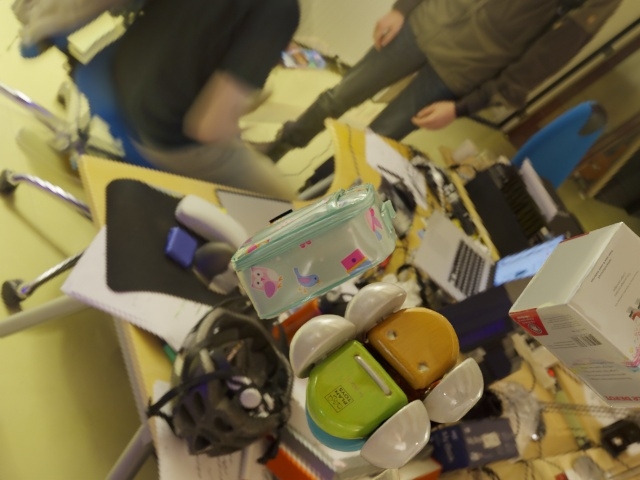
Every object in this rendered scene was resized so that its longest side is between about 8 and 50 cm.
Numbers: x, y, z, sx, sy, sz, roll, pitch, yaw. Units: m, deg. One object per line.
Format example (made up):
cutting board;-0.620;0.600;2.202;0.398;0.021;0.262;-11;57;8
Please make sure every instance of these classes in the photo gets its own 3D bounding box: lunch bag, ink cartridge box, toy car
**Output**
lunch bag;0.000;0.000;1.032;0.107;0.224;0.279;61;7;-7
ink cartridge box;0.343;0.092;0.849;0.176;0.128;0.127;42;71;-4
toy car;0.057;0.145;0.740;0.182;0.136;0.159;-28;65;-34

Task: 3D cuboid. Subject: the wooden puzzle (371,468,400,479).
wooden puzzle;0.057;0.670;1.509;0.081;0.348;0.322;27;32;-24
